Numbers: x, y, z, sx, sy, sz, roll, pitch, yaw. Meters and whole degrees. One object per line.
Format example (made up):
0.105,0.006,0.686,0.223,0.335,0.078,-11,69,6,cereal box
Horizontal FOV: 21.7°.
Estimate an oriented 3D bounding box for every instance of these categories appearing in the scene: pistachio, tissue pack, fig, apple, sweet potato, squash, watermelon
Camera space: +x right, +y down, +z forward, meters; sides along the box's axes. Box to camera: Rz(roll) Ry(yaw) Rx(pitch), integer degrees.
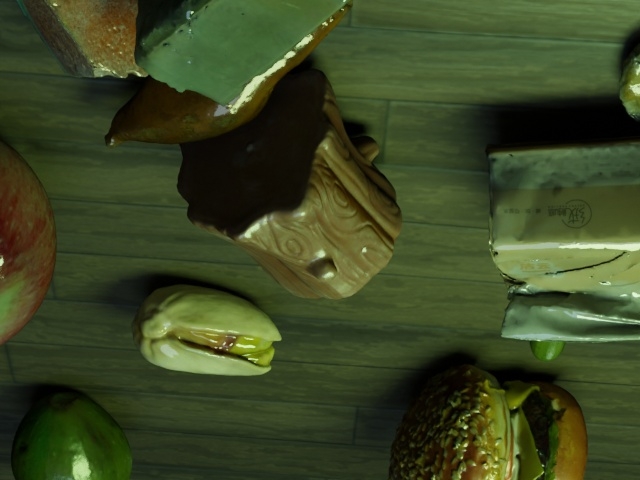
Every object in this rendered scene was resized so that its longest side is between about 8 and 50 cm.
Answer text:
-0.155,0.121,2.264,0.200,0.117,0.145,7,-176,-17,pistachio
0.351,0.009,1.917,0.305,0.238,0.238,-3,145,11,tissue pack
-0.377,0.317,2.521,0.181,0.181,0.191,0,123,6,fig
-0.482,-0.014,1.987,0.344,0.269,0.345,-5,129,-6,apple
-0.113,-0.169,1.833,0.359,0.112,0.112,-24,136,34,sweet potato
0.317,0.107,2.238,0.052,0.052,0.183,7,147,-4,squash
-0.261,-0.253,1.757,0.146,0.128,0.231,9,142,46,watermelon

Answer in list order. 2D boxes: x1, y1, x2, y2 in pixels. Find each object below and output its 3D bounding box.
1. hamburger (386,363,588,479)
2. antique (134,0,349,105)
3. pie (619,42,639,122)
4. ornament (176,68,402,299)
0.227,0.317,2.358,0.225,0.291,0.291,15,144,-20,hamburger
-0.063,-0.256,1.626,0.125,0.150,0.284,25,152,-28,antique
0.421,-0.179,1.820,0.195,0.046,0.195,2,147,1,pie
-0.025,-0.058,1.928,0.235,0.221,0.217,31,171,41,ornament
